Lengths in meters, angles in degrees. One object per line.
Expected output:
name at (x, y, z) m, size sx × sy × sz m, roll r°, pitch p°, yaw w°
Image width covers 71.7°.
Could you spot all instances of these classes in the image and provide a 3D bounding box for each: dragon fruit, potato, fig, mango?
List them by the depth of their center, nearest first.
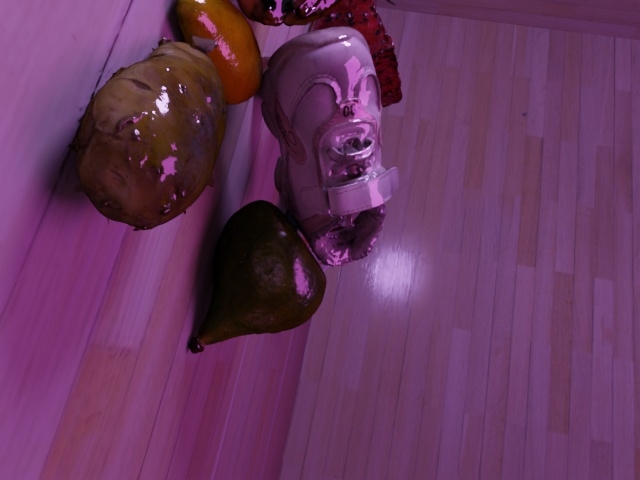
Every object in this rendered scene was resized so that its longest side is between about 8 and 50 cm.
potato at (-0.131, -0.100, 0.379) m, size 0.226 × 0.090 × 0.117 m, roll -84°, pitch 172°, yaw -46°
mango at (-0.112, -0.221, 0.514) m, size 0.187 × 0.066 × 0.101 m, roll 43°, pitch 55°, yaw -75°
fig at (-0.116, 0.073, 0.697) m, size 0.235 × 0.203 × 0.203 m, roll -39°, pitch 170°, yaw -3°
dragon fruit at (0.126, -0.441, 1.140) m, size 0.302 × 0.240 × 0.330 m, roll -53°, pitch 139°, yaw 6°

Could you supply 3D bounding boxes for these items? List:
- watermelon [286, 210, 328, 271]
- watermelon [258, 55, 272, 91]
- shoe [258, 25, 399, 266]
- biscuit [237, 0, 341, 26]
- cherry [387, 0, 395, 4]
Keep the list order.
watermelon at (0.000, 0.000, 1.232) m, size 0.320 × 0.213 × 0.290 m, roll -131°, pitch -128°, yaw -82°
watermelon at (-0.083, -0.280, 0.768) m, size 0.092 × 0.072 × 0.085 m, roll 5°, pitch -83°, yaw 58°
shoe at (0.031, -0.117, 0.647) m, size 0.351 × 0.171 × 0.198 m, roll 88°, pitch -23°, yaw -56°
biscuit at (-0.037, -0.416, 0.478) m, size 0.289 × 0.081 × 0.334 m, roll -42°, pitch 146°, yaw -34°
cherry at (0.132, -0.772, 1.216) m, size 0.183 × 0.213 × 0.266 m, roll -32°, pitch 116°, yaw -34°
